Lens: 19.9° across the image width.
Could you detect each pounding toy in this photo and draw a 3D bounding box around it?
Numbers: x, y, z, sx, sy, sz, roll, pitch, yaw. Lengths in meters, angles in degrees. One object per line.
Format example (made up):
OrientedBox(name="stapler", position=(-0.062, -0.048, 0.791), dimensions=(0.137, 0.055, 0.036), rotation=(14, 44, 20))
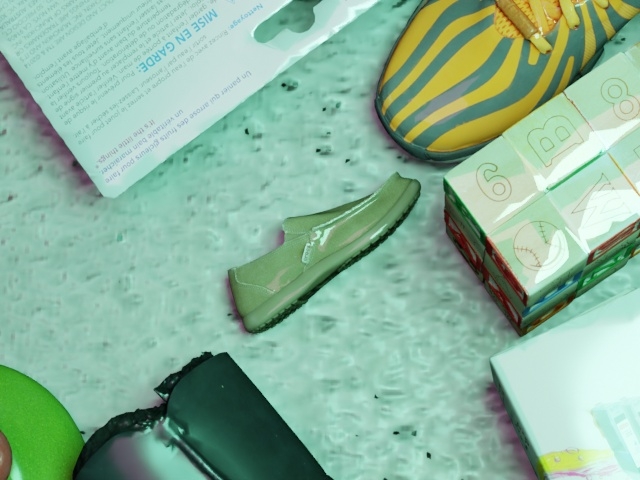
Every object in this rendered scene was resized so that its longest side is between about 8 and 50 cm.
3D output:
OrientedBox(name="pounding toy", position=(-0.266, 0.149, 1.154), dimensions=(0.237, 0.110, 0.183), rotation=(24, 83, 9))

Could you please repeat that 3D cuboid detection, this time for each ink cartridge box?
OrientedBox(name="ink cartridge box", position=(0.194, 0.127, 1.102), dimensions=(0.127, 0.128, 0.176), rotation=(-25, 77, 1))

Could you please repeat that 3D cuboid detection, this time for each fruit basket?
OrientedBox(name="fruit basket", position=(-0.104, -0.258, 1.193), dimensions=(0.327, 0.165, 0.353), rotation=(-37, 84, 4))

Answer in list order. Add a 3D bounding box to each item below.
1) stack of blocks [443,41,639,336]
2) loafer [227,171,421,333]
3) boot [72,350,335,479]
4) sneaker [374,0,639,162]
OrientedBox(name="stack of blocks", position=(0.220, -0.069, 1.114), dimensions=(0.297, 0.171, 0.087), rotation=(-34, 78, -2))
OrientedBox(name="loafer", position=(0.000, 0.000, 1.182), dimensions=(0.148, 0.056, 0.050), rotation=(-38, 84, -2))
OrientedBox(name="boot", position=(-0.080, 0.211, 1.122), dimensions=(0.207, 0.094, 0.246), rotation=(41, 73, 8))
OrientedBox(name="sneaker", position=(0.159, -0.184, 1.136), dimensions=(0.321, 0.180, 0.124), rotation=(-41, 78, -3))
